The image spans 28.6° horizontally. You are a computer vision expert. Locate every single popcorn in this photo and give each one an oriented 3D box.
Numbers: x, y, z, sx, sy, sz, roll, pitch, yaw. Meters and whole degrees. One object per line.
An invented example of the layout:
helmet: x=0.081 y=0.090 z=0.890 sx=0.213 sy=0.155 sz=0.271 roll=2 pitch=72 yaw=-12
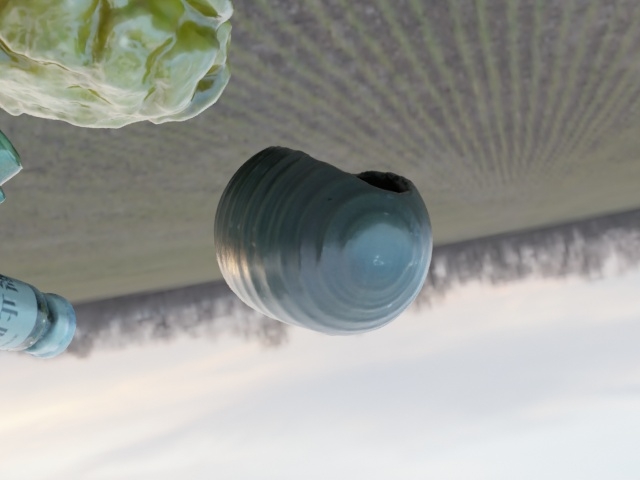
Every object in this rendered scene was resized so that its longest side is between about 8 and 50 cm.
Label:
popcorn: x=-0.247 y=-0.230 z=1.357 sx=0.294 sy=0.292 sz=0.334 roll=-39 pitch=-172 yaw=6

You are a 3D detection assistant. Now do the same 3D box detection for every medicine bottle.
medicine bottle: x=-0.232 y=0.038 z=0.809 sx=0.051 sy=0.051 sz=0.191 roll=-12 pitch=162 yaw=23

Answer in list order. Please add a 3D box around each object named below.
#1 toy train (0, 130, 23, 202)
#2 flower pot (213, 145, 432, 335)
toy train: x=-0.380 y=-0.023 z=0.932 sx=0.298 sy=0.194 sz=0.120 roll=-36 pitch=-154 yaw=-10
flower pot: x=0.000 y=0.000 z=1.161 sx=0.189 sy=0.157 sz=0.243 roll=10 pitch=-174 yaw=-23
